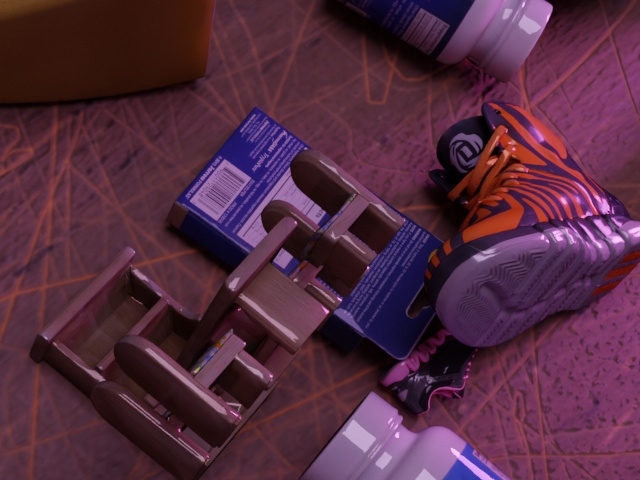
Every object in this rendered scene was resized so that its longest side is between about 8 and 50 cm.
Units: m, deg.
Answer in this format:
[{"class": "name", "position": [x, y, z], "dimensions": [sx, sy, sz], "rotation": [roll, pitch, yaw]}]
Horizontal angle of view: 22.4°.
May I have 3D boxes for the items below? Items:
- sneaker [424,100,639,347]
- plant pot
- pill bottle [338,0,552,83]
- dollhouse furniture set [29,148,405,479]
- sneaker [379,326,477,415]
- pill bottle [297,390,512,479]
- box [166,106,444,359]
[{"class": "sneaker", "position": [0.140, -0.021, 1.336], "dimensions": [0.180, 0.124, 0.321], "rotation": [49, 25, 19]}, {"class": "plant pot", "position": [-0.216, -0.231, 1.300], "dimensions": [0.187, 0.212, 0.212], "rotation": [-24, 73, -17]}, {"class": "pill bottle", "position": [0.111, -0.226, 1.468], "dimensions": [0.187, 0.112, 0.112], "rotation": [30, 56, -3]}, {"class": "dollhouse furniture set", "position": [-0.094, 0.050, 1.156], "dimensions": [0.161, 0.242, 0.212], "rotation": [39, 56, 3]}, {"class": "sneaker", "position": [0.106, 0.102, 1.328], "dimensions": [0.119, 0.047, 0.057], "rotation": [-34, 84, -24]}, {"class": "pill bottle", "position": [0.094, 0.218, 1.207], "dimensions": [0.221, 0.124, 0.124], "rotation": [39, 56, 3]}, {"class": "box", "position": [0.000, 0.000, 1.338], "dimensions": [0.225, 0.036, 0.136], "rotation": [35, 51, 2]}]
